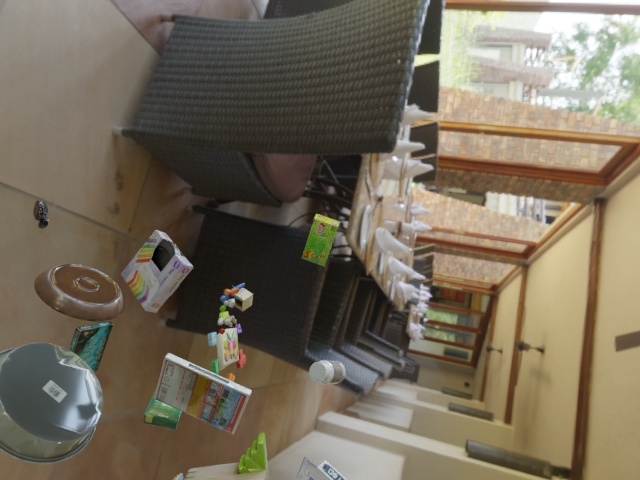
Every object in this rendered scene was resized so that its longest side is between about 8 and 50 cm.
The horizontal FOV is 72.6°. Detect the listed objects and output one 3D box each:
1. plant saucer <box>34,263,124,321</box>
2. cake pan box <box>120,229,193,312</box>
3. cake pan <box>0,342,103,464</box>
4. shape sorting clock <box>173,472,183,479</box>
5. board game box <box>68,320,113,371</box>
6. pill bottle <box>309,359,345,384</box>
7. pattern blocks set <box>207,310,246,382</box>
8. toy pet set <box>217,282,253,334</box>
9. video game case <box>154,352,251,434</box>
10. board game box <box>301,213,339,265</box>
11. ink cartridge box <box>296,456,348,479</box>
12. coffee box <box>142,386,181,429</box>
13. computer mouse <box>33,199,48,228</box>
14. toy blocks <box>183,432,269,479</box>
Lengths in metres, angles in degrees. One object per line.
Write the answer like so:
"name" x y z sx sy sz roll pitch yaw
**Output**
"plant saucer" -0.467 0.095 0.863 0.029 0.168 0.168 -56 169 12
"cake pan box" -0.680 0.122 1.811 0.267 0.246 0.070 -49 153 5
"cake pan" -0.624 0.355 0.996 0.054 0.293 0.293 -38 168 10
"shape sorting clock" -0.497 0.837 1.369 0.206 0.040 0.206 22 90 -86
"board game box" -0.777 0.365 1.451 0.126 0.026 0.186 -1 115 -66
"pill bottle" 0.022 0.441 1.459 0.137 0.078 0.078 29 70 -58
"pattern blocks set" -0.365 0.425 1.728 0.325 0.026 0.285 -41 124 -80
"toy pet set" -0.225 0.147 1.070 0.114 0.065 0.122 -33 143 -47
"video game case" -0.375 0.486 1.373 0.025 0.285 0.204 -63 177 -62
"board game box" 0.000 0.000 1.607 0.043 0.092 0.181 -67 176 -59
"ink cartridge box" 0.023 0.802 1.429 0.045 0.208 0.206 -39 155 -39
"coffee box" -0.528 0.566 1.499 0.184 0.113 0.040 -112 -141 -72
"computer mouse" -1.012 -0.093 1.595 0.041 0.242 0.071 13 101 -41
"toy blocks" -0.210 0.553 0.743 0.191 0.261 0.381 147 -62 -86
